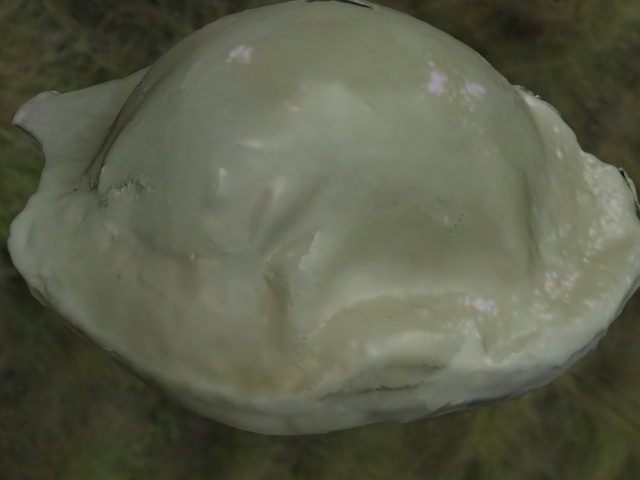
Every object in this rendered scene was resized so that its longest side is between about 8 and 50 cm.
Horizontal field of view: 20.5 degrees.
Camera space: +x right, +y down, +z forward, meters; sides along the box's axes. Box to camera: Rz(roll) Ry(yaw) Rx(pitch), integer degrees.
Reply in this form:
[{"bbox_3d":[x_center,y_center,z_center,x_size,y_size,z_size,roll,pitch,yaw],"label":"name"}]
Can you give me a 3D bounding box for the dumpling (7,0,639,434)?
[{"bbox_3d":[0.000,0.000,0.521,0.118,0.199,0.136,94,7,-52],"label":"dumpling"}]
